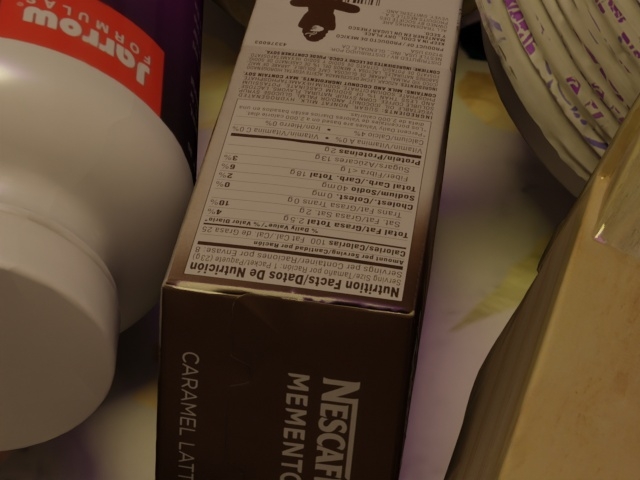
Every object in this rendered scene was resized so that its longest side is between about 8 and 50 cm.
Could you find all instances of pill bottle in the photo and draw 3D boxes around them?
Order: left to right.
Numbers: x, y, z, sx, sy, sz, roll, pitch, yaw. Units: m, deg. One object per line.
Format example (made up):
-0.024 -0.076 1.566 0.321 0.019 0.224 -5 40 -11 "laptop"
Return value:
-0.143 -0.073 0.837 0.182 0.181 0.323 1 48 -3 "pill bottle"

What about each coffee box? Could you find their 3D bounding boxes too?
0.000 0.000 0.825 0.098 0.141 0.246 7 39 4 "coffee box"

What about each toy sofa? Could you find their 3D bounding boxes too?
0.121 0.119 0.685 0.150 0.177 0.362 25 39 1 "toy sofa"

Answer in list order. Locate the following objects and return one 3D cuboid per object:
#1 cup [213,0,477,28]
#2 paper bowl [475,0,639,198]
0.011 -0.247 1.040 0.331 0.331 0.237 -6 64 -12 "cup"
0.193 -0.108 0.915 0.284 0.148 0.284 19 52 -26 "paper bowl"
